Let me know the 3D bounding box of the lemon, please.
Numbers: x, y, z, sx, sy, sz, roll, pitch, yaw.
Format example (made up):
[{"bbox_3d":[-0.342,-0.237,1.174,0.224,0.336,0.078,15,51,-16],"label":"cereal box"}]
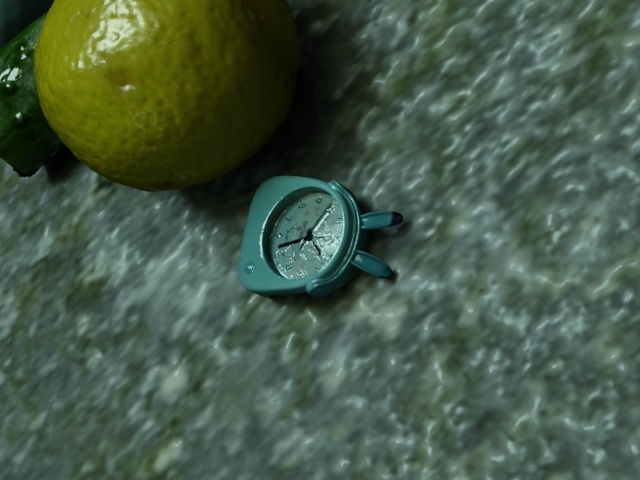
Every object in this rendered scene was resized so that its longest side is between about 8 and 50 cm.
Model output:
[{"bbox_3d":[-0.142,-0.157,1.186,0.253,0.228,0.228,-42,53,19],"label":"lemon"}]

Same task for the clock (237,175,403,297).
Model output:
[{"bbox_3d":[-0.001,0.000,1.138,0.147,0.045,0.108,3,75,36],"label":"clock"}]

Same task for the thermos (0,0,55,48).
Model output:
[{"bbox_3d":[-0.320,-0.330,1.442,0.182,0.145,0.287,30,90,7],"label":"thermos"}]

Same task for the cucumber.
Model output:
[{"bbox_3d":[-0.257,-0.185,1.348,0.244,0.134,0.134,-36,55,15],"label":"cucumber"}]
